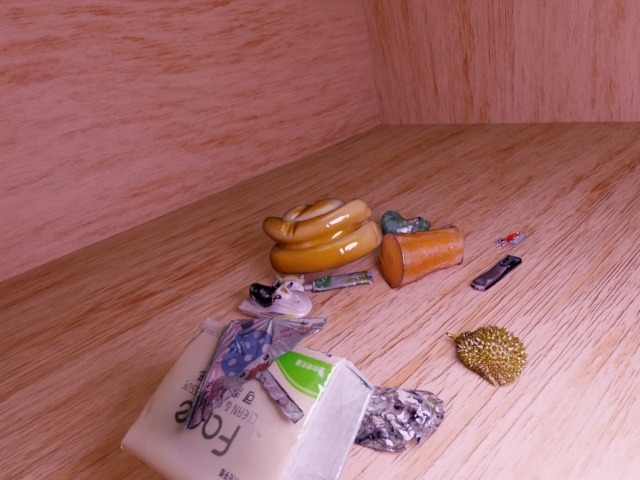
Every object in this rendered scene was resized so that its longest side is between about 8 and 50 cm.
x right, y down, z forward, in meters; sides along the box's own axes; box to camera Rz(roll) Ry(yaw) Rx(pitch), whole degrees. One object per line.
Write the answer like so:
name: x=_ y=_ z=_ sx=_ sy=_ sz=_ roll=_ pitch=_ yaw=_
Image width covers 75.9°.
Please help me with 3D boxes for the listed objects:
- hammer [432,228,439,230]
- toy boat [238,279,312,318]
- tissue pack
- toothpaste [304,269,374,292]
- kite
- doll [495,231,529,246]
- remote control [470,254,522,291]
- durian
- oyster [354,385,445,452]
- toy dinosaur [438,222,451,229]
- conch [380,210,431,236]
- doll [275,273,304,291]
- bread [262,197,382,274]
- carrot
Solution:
hammer: x=0.464 y=-0.014 z=1.616 sx=0.053 sy=0.031 sz=0.083 roll=-17 pitch=35 yaw=1
toy boat: x=-0.152 y=0.195 z=1.370 sx=0.270 sy=0.140 sz=0.141 roll=-10 pitch=21 yaw=44
tissue pack: x=-0.148 y=0.363 z=0.842 sx=0.405 sy=0.205 sz=0.331 roll=4 pitch=52 yaw=38
toothpaste: x=0.066 y=0.148 z=1.457 sx=0.248 sy=0.046 sz=0.078 roll=-10 pitch=29 yaw=3
kite: x=-0.123 y=0.242 z=0.788 sx=0.335 sy=0.011 sz=0.314 roll=-37 pitch=38 yaw=-13
doll: x=0.683 y=-0.004 z=1.462 sx=0.114 sy=0.039 sz=0.057 roll=-19 pitch=-11 yaw=21
remote control: x=0.563 y=0.102 z=1.311 sx=0.212 sy=0.028 sz=0.059 roll=-28 pitch=29 yaw=-28
durian: x=0.398 y=0.251 z=1.002 sx=0.146 sy=0.102 sz=0.208 roll=-34 pitch=27 yaw=-26
oyster: x=0.131 y=0.373 z=0.905 sx=0.252 sy=0.087 sz=0.199 roll=18 pitch=49 yaw=41
toy dinosaur: x=0.456 y=-0.008 z=1.560 sx=0.082 sy=0.039 sz=0.209 roll=3 pitch=40 yaw=39
conch: x=0.327 y=-0.052 z=1.655 sx=0.176 sy=0.121 sz=0.188 roll=-6 pitch=18 yaw=-38
doll: x=-0.110 y=0.153 z=1.509 sx=0.106 sy=0.062 sz=0.162 roll=1 pitch=20 yaw=-9
bread: x=0.006 y=-0.019 z=1.485 sx=0.424 sy=0.245 sz=0.329 roll=-11 pitch=0 yaw=28
carrot: x=0.350 y=0.053 z=1.400 sx=0.255 sy=0.195 sz=0.196 roll=-8 pitch=23 yaw=-14
